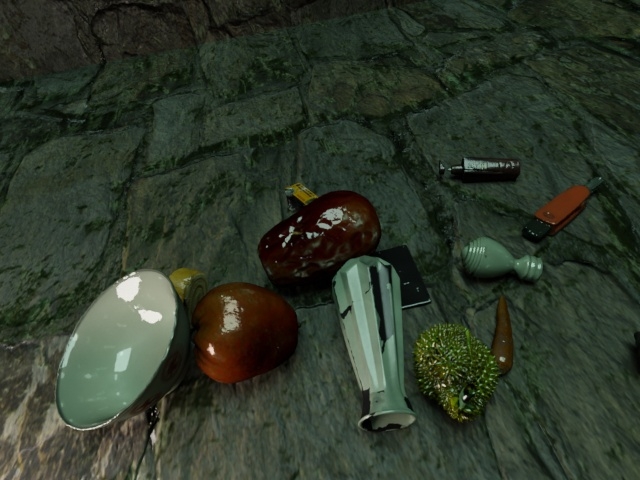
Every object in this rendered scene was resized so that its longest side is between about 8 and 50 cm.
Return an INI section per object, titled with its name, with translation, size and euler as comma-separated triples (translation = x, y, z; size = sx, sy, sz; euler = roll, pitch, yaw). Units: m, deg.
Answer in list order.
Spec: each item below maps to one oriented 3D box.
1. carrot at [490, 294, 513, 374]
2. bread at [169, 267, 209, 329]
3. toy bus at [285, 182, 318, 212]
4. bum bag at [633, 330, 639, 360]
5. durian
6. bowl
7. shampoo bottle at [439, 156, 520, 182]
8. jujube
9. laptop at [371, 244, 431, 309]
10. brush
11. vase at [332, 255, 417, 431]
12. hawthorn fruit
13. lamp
[carrot]
translation = 0.408, 0.203, 0.979
size = 0.048, 0.048, 0.216
euler = 10, 44, 17
[bread]
translation = -0.327, 0.145, 1.083
size = 0.073, 0.150, 0.122
euler = 7, 6, 16
[toy bus]
translation = -0.041, -0.109, 1.322
size = 0.074, 0.070, 0.162
euler = -30, 48, -23
[bum bag]
translation = 0.762, 0.284, 0.827
size = 0.142, 0.080, 0.326
euler = -36, 55, -15
[durian]
translation = 0.269, 0.262, 0.872
size = 0.159, 0.146, 0.198
euler = 1, 46, -31
[bowl]
translation = -0.384, 0.242, 0.942
size = 0.336, 0.157, 0.338
euler = -17, 52, 24
[shampoo bottle]
translation = 0.490, -0.223, 1.357
size = 0.235, 0.067, 0.068
euler = 0, 55, 8
[jujube]
translation = 0.000, 0.000, 1.115
size = 0.317, 0.223, 0.223
euler = -24, 47, -4
[laptop]
translation = 0.191, 0.096, 1.129
size = 0.135, 0.016, 0.197
euler = -13, 46, -2
[brush]
translation = 0.685, -0.090, 1.217
size = 0.323, 0.051, 0.070
euler = -32, 43, -17
[vase]
translation = 0.115, 0.208, 0.942
size = 0.164, 0.165, 0.361
euler = -7, 50, 2
[hawthorn fruit]
translation = -0.152, 0.194, 0.962
size = 0.260, 0.224, 0.224
euler = 2, 41, -25
[lamp]
translation = 0.445, 0.053, 1.081
size = 0.192, 0.106, 0.106
euler = 15, 49, 9
